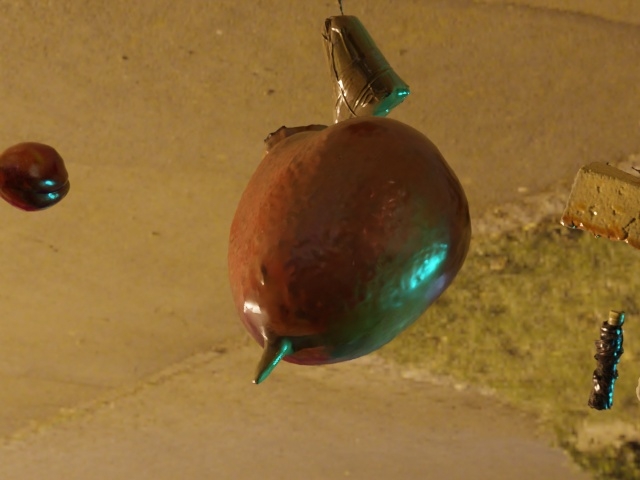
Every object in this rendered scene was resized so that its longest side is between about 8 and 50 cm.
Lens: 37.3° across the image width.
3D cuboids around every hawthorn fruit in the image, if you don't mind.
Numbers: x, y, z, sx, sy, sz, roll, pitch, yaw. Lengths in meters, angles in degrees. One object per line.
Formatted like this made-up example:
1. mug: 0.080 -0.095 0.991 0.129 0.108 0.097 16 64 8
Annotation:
1. hawthorn fruit: 0.005 0.017 0.763 0.199 0.251 0.199 23 143 19

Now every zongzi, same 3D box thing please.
1. zongzi: 0.022 -0.240 1.416 0.081 0.189 0.178 -27 170 -44

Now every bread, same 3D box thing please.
1. bread: 0.341 -0.043 1.078 0.109 0.084 0.080 21 -161 30

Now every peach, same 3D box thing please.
1. peach: -0.386 -0.083 1.253 0.101 0.100 0.101 3 155 1

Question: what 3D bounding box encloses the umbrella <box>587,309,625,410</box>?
1. umbrella: 0.404 0.168 1.338 0.040 0.144 0.037 8 -170 2

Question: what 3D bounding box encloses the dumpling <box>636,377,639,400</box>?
1. dumpling: 0.371 0.087 0.826 0.181 0.155 0.111 3 121 14

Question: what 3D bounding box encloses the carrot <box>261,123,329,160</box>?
1. carrot: 0.000 0.000 1.057 0.102 0.263 0.102 -11 159 -4
